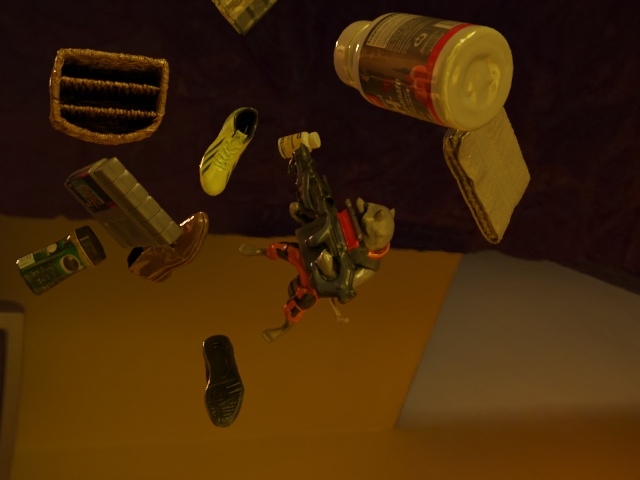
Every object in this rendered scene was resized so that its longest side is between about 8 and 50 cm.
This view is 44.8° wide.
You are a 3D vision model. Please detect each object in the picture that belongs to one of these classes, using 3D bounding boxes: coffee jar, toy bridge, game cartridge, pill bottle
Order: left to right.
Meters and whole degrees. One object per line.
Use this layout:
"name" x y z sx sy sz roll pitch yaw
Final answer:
"coffee jar" -0.592 0.044 1.785 0.079 0.184 0.096 51 -14 54
"game cartridge" -0.469 -0.078 1.794 0.068 0.230 0.355 -52 -158 -21
"pill bottle" -0.062 -0.289 2.328 0.116 0.065 0.065 -12 -109 19
"toy bridge" 0.060 0.182 2.547 0.063 0.026 0.188 -5 -97 36
"pill bottle" 0.170 -0.312 1.394 0.319 0.176 0.176 29 -69 48

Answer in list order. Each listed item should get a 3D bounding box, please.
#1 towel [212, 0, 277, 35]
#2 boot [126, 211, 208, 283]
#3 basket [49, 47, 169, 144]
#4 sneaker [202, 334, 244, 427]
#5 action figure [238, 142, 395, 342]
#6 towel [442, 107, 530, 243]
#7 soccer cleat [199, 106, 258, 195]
"towel" -0.223 -0.716 2.095 0.209 0.285 0.034 -46 -133 -1
"boot" -0.423 0.017 2.145 0.305 0.115 0.112 -39 -132 31
"basket" -0.580 -0.382 2.122 0.223 0.299 0.213 168 -77 -65
"sneaker" -0.207 0.328 1.695 0.227 0.087 0.130 -110 -172 -47
"action figure" 0.000 0.000 1.472 0.330 0.179 0.341 -27 -122 32
"towel" 0.333 -0.151 1.522 0.049 0.282 0.187 8 -126 42
"soccer cleat" -0.261 -0.262 2.220 0.121 0.093 0.289 -14 -131 55
